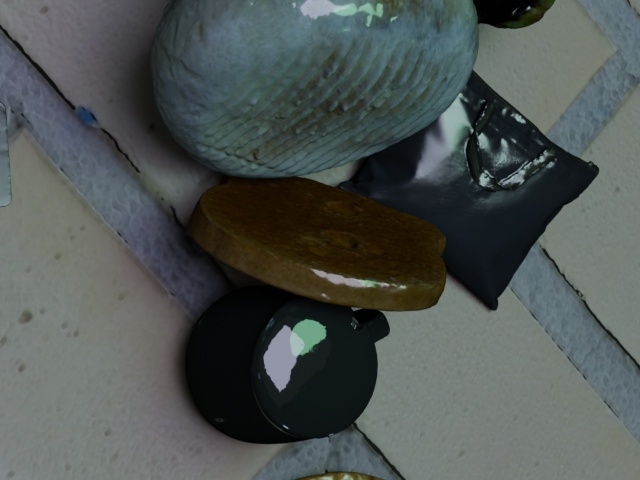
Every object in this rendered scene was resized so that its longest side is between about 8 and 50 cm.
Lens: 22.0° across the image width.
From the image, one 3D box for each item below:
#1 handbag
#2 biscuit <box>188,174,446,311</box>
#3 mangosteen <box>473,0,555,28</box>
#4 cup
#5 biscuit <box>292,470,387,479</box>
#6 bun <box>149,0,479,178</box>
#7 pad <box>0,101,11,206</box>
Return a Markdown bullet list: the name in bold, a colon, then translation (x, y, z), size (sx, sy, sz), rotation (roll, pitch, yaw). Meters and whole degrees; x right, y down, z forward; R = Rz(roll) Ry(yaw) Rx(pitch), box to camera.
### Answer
- **handbag**: translation (0.177, -0.070, 1.901), size (0.254, 0.089, 0.211), rotation (38, 92, -21)
- **biscuit**: translation (-0.001, 0.002, 1.737), size (0.273, 0.257, 0.049), rotation (18, 112, -2)
- **mangosteen**: translation (0.172, -0.369, 1.878), size (0.287, 0.287, 0.233), rotation (3, 121, -27)
- **cup**: translation (-0.019, 0.120, 1.732), size (0.223, 0.176, 0.169), rotation (-24, 97, -27)
- **biscuit**: translation (0.014, 0.350, 1.803), size (0.260, 0.041, 0.203), rotation (-23, 91, -29)
- **bun**: translation (-0.015, -0.210, 1.697), size (0.362, 0.362, 0.211), rotation (-8, 70, -28)
- **pad**: translation (-0.391, -0.088, 1.668), size (0.157, 0.003, 0.112), rotation (-2, 83, -28)
